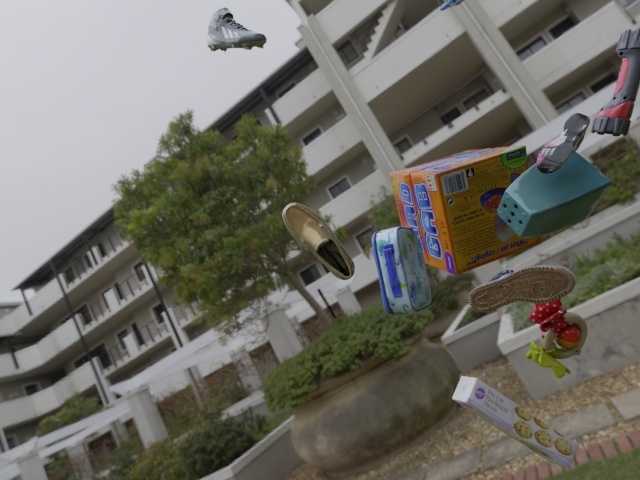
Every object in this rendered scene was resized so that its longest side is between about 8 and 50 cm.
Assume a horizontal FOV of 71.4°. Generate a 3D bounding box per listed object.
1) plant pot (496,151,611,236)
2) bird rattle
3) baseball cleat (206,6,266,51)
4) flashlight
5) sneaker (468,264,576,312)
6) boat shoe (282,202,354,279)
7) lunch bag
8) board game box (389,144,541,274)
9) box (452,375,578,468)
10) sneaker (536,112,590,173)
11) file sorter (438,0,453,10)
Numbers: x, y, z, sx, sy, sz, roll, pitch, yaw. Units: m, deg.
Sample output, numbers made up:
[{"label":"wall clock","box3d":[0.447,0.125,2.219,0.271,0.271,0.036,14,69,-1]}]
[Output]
[{"label":"plant pot","box3d":[0.636,-0.121,1.261,0.234,0.166,0.165,-24,-33,-11]},{"label":"bird rattle","box3d":[0.775,0.303,1.459,0.206,0.254,0.143,-2,7,-17]},{"label":"baseball cleat","box3d":[-0.224,-0.544,1.148,0.205,0.110,0.072,11,19,32]},{"label":"flashlight","box3d":[0.921,-0.478,1.363,0.103,0.304,0.103,8,10,4]},{"label":"sneaker","box3d":[0.561,0.120,1.219,0.153,0.099,0.282,-12,-9,-45]},{"label":"boat shoe","box3d":[0.000,0.000,0.868,0.068,0.190,0.072,-46,3,3]},{"label":"lunch bag","box3d":[0.204,0.075,1.125,0.090,0.219,0.176,-14,-6,28]},{"label":"board game box","box3d":[0.523,-0.125,1.654,0.356,0.356,0.356,-18,12,-13]},{"label":"box","box3d":[0.468,0.436,1.069,0.067,0.324,0.063,-58,9,-19]},{"label":"sneaker","box3d":[0.647,-0.241,1.174,0.178,0.072,0.077,-48,-37,1]},{"label":"file sorter","box3d":[0.564,-1.042,1.813,0.118,0.105,0.170,-30,7,-25]}]
